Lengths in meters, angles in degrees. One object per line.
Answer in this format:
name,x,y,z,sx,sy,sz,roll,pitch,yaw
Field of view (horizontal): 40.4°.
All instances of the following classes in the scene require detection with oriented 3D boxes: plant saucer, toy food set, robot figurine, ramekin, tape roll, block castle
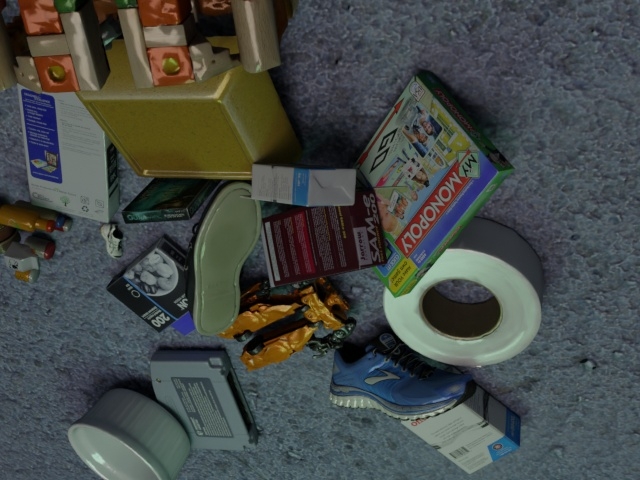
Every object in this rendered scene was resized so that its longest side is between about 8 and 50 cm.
plant saucer,-0.226,-0.192,1.418,0.332,0.081,0.333,2,154,15
toy food set,-0.558,0.000,1.738,0.104,0.111,0.232,15,139,4
robot figurine,-0.071,0.151,1.725,0.291,0.085,0.211,-26,117,28
ramekin,-0.438,0.472,2.033,0.277,0.135,0.277,20,140,18
tape roll,0.259,0.096,1.578,0.286,0.100,0.286,8,129,10
block castle,-0.259,-0.365,1.193,0.453,0.303,0.213,-2,124,9

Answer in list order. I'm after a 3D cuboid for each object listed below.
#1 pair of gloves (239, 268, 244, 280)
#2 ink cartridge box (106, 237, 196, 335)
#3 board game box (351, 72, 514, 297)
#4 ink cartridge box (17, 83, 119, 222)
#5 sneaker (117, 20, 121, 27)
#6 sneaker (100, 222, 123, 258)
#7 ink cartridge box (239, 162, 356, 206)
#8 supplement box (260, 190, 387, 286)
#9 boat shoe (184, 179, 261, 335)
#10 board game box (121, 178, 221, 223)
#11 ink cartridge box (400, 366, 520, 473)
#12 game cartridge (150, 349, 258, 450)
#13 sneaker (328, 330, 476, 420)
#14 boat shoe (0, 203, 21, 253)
pair of gloves,-0.198,0.061,1.746,0.083,0.010,0.074,32,130,-10
ink cartridge box,-0.306,0.112,1.795,0.208,0.045,0.206,40,131,-18
board game box,0.150,-0.084,1.424,0.213,0.046,0.317,54,134,22
ink cartridge box,-0.456,-0.190,1.587,0.165,0.065,0.333,15,132,5
sneaker,-0.351,-0.378,1.406,0.084,0.058,0.152,28,138,-17
sneaker,-0.412,0.002,1.749,0.036,0.032,0.083,-2,128,18
ink cartridge box,-0.041,-0.093,1.417,0.180,0.104,0.060,10,101,47
supplement box,0.000,0.000,1.515,0.239,0.073,0.130,-13,86,48
boat shoe,-0.194,0.016,1.618,0.127,0.113,0.340,-13,132,-26
board game box,-0.251,-0.086,1.526,0.126,0.186,0.026,-3,119,19
ink cartridge box,0.290,0.372,1.800,0.203,0.086,0.148,39,128,-14
game cartridge,-0.272,0.364,1.988,0.198,0.062,0.297,1,128,22
sneaker,0.146,0.257,1.692,0.330,0.129,0.147,0,99,38
boat shoe,-0.771,-0.030,1.793,0.307,0.111,0.105,-6,123,9
